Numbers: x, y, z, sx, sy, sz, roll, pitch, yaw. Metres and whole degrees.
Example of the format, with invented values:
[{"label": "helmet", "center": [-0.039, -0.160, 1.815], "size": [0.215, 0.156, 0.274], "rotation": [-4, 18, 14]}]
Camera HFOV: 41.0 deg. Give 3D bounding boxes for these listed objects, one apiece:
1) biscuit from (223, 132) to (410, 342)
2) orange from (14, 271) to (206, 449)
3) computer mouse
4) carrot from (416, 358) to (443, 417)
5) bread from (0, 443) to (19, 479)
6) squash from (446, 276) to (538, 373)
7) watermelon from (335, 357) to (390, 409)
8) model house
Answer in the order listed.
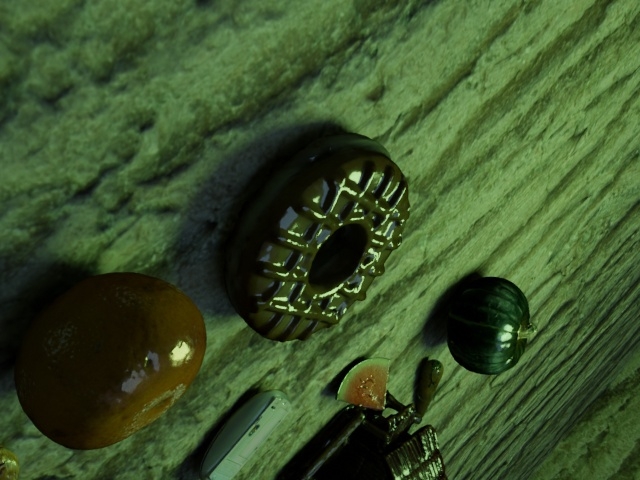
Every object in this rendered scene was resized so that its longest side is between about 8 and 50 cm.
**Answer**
[{"label": "biscuit", "center": [0.000, 0.000, 1.229], "size": [0.332, 0.103, 0.332], "rotation": [-32, 142, -29]}, {"label": "orange", "center": [-0.242, 0.134, 0.991], "size": [0.224, 0.170, 0.224], "rotation": [-39, 167, -10]}, {"label": "computer mouse", "center": [-0.130, 0.329, 1.445], "size": [0.199, 0.045, 0.102], "rotation": [-49, 148, -5]}, {"label": "carrot", "center": [0.241, 0.349, 1.950], "size": [0.049, 0.049, 0.254], "rotation": [-32, 147, -29]}, {"label": "bread", "center": [-0.420, 0.295, 1.040], "size": [0.111, 0.044, 0.083], "rotation": [-33, 147, -26]}, {"label": "squash", "center": [0.355, 0.180, 1.800], "size": [0.218, 0.172, 0.218], "rotation": [-36, 147, -28]}, {"label": "watermelon", "center": [0.084, 0.296, 1.645], "size": [0.135, 0.094, 0.125], "rotation": [-14, 140, -40]}, {"label": "model house", "center": [0.103, 0.504, 1.693], "size": [0.317, 0.283, 0.297], "rotation": [-12, 131, -47]}]
